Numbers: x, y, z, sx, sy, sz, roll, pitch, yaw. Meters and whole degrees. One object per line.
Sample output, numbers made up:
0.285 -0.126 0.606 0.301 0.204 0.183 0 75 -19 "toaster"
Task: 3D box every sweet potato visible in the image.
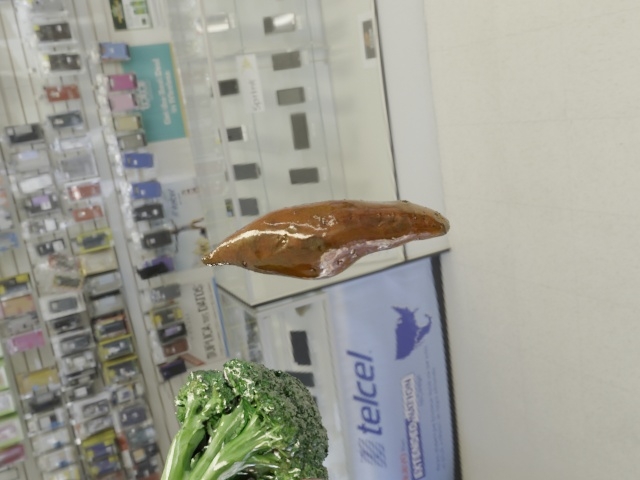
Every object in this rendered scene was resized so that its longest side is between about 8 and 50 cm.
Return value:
-0.005 0.000 0.876 0.112 0.359 0.112 -10 -90 -75 "sweet potato"

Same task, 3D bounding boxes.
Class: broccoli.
-0.121 0.336 0.999 0.307 0.275 0.308 27 142 24 "broccoli"

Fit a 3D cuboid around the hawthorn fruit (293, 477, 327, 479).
-0.005 0.204 0.363 0.133 0.132 0.138 -1 115 65 "hawthorn fruit"
